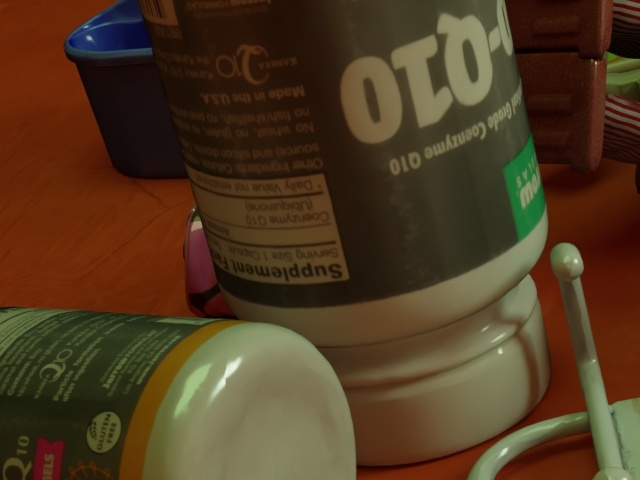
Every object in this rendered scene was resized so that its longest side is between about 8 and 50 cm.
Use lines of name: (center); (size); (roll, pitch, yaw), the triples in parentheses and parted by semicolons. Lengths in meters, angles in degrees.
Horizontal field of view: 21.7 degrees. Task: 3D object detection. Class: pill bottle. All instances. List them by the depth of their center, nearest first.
pill bottle: (-0.133, 0.117, 0.904); (0.278, 0.162, 0.162); (1, 26, 35)
pill bottle: (0.020, -0.065, 0.977); (0.204, 0.361, 0.204); (-13, 22, 5)

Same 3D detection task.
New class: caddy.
caddy: (-0.077, -0.184, 1.576); (0.341, 0.179, 0.241); (0, 27, 31)

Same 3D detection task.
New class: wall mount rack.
wall mount rack: (0.234, 0.075, 0.815); (0.350, 0.130, 0.304); (-12, 22, 7)

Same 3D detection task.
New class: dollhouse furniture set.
dollhouse furniture set: (0.137, -0.119, 1.244); (0.201, 0.152, 0.374); (6, 0, -37)

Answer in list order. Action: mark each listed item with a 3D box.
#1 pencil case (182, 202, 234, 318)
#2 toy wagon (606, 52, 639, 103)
pencil case: (0.000, 0.000, 1.188); (0.209, 0.098, 0.095); (-8, 23, 18)
toy wagon: (0.282, -0.156, 1.432); (0.267, 0.068, 0.344); (-15, 22, -1)
